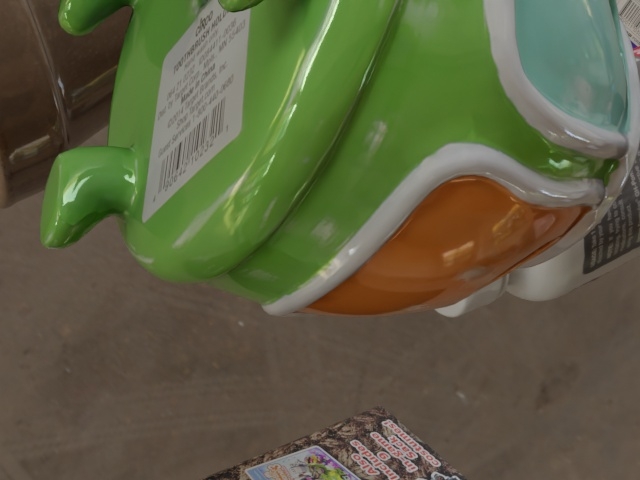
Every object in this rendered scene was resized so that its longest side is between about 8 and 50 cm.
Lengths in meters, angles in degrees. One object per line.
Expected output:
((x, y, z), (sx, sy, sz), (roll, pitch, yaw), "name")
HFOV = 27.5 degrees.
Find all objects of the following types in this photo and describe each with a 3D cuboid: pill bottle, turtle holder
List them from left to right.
((0.014, -0.105, 0.615), (0.227, 0.320, 0.243), (19, 118, -26), "turtle holder")
((0.224, -0.052, 1.181), (0.319, 0.176, 0.176), (-25, 118, -20), "pill bottle")

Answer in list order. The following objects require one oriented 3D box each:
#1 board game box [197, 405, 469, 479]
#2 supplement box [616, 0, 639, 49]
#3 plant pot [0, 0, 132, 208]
((-0.046, 0.256, 0.726), (0.291, 0.141, 0.232), (-14, 132, -45), "board game box")
((0.415, -0.317, 1.460), (0.114, 0.111, 0.220), (-13, 145, -45), "supplement box")
((-0.191, -0.184, 0.992), (0.229, 0.263, 0.263), (-23, 118, -20), "plant pot")
